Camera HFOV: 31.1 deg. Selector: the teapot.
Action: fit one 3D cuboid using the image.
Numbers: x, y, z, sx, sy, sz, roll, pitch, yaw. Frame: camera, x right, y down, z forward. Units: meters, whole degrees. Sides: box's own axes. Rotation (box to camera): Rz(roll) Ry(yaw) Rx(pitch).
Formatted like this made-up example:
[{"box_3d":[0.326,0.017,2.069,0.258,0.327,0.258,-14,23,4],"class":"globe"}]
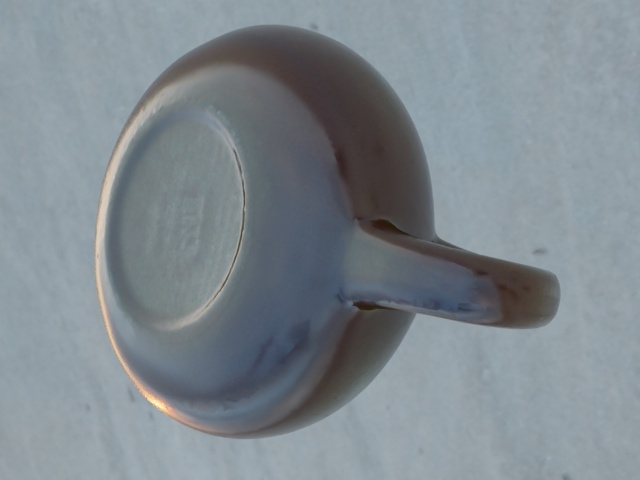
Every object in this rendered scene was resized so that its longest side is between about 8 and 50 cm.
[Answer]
[{"box_3d":[0.000,0.000,0.499,0.252,0.135,0.178,14,97,45],"class":"teapot"}]
